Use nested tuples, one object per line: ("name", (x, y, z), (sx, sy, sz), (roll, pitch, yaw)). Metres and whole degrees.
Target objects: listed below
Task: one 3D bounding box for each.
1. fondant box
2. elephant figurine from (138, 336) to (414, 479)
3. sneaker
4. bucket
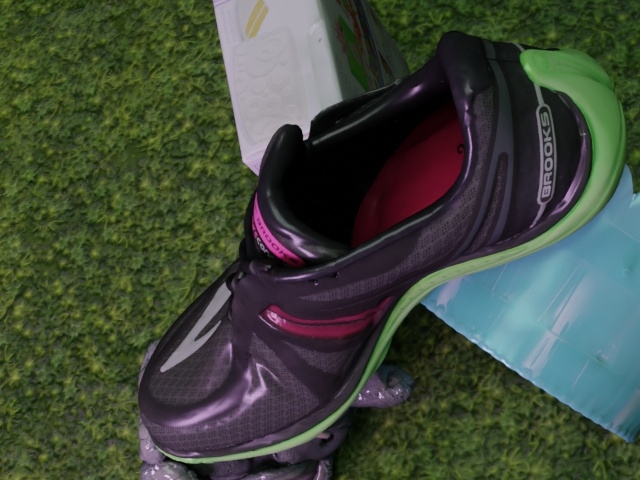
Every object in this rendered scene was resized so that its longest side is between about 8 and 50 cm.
("fondant box", (0.015, -0.124, 1.218), (0.096, 0.330, 0.238), (-18, 64, 13))
("elephant figurine", (-0.046, 0.174, 1.237), (0.239, 0.186, 0.169), (-1, 105, -6))
("sneaker", (0.000, 0.000, 1.013), (0.483, 0.202, 0.185), (-43, 47, 29))
("bucket", (0.213, 0.026, 1.124), (0.281, 0.281, 0.183), (37, 94, 28))
